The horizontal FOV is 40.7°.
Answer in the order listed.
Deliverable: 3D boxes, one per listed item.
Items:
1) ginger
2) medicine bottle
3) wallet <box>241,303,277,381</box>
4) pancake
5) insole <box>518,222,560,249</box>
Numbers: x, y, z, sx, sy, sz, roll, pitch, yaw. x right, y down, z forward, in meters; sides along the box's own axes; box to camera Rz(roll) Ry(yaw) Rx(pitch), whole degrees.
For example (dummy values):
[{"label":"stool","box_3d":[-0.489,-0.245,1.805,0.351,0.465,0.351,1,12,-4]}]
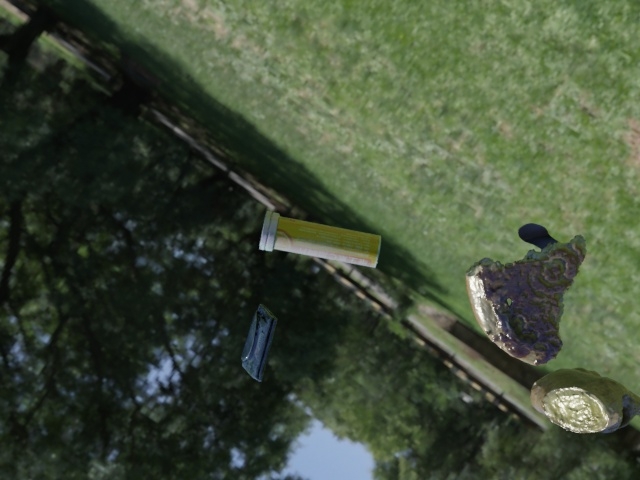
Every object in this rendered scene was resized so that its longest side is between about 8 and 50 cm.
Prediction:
[{"label":"ginger","box_3d":[0.630,0.370,2.047,0.276,0.130,0.221,4,-170,35]},{"label":"medicine bottle","box_3d":[0.000,0.000,1.589,0.218,0.073,0.074,10,-179,-3]},{"label":"wallet","box_3d":[-0.119,0.192,1.636,0.026,0.129,0.088,10,-169,-26]},{"label":"pancake","box_3d":[0.380,0.087,1.517,0.266,0.244,0.057,37,-165,-28]},{"label":"insole","box_3d":[0.370,-0.004,1.453,0.135,0.045,0.002,25,-136,-47]}]
